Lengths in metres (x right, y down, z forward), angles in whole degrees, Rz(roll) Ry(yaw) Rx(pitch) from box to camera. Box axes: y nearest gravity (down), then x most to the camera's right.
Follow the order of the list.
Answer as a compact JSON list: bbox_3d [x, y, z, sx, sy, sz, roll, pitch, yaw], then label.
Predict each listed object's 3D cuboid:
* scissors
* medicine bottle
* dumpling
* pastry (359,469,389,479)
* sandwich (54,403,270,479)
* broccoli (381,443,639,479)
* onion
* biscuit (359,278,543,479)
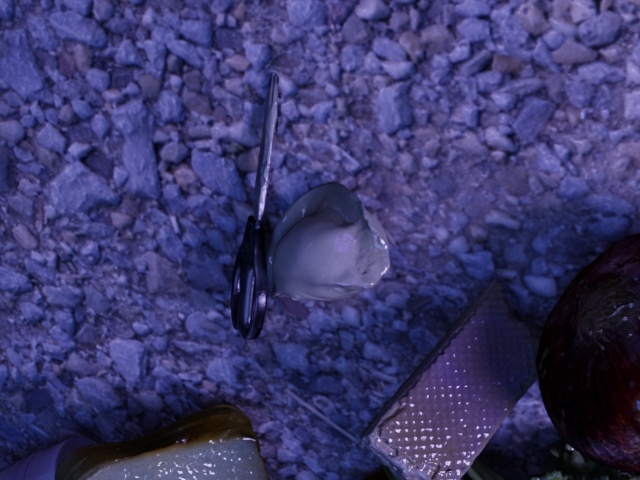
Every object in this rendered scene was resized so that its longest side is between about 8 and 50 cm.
[{"bbox_3d":[-0.069,-0.038,1.155,0.022,0.109,0.300,5,100,-21],"label":"scissors"},{"bbox_3d":[-0.393,0.360,1.350,0.249,0.133,0.133,-26,99,23],"label":"medicine bottle"},{"bbox_3d":[-0.002,0.000,1.131,0.100,0.169,0.134,3,81,-21],"label":"dumpling"},{"bbox_3d":[0.084,0.326,1.236,0.109,0.057,0.097,31,116,6],"label":"pastry"},{"bbox_3d":[-0.184,0.331,1.244,0.251,0.087,0.226,-15,108,-15],"label":"sandwich"},{"bbox_3d":[0.188,0.361,1.118,0.375,0.302,0.249,-37,123,-2],"label":"broccoli"},{"bbox_3d":[0.327,0.112,0.996,0.190,0.246,0.246,35,115,-14],"label":"onion"},{"bbox_3d":[0.153,0.159,1.086,0.108,0.062,0.239,43,70,2],"label":"biscuit"}]
